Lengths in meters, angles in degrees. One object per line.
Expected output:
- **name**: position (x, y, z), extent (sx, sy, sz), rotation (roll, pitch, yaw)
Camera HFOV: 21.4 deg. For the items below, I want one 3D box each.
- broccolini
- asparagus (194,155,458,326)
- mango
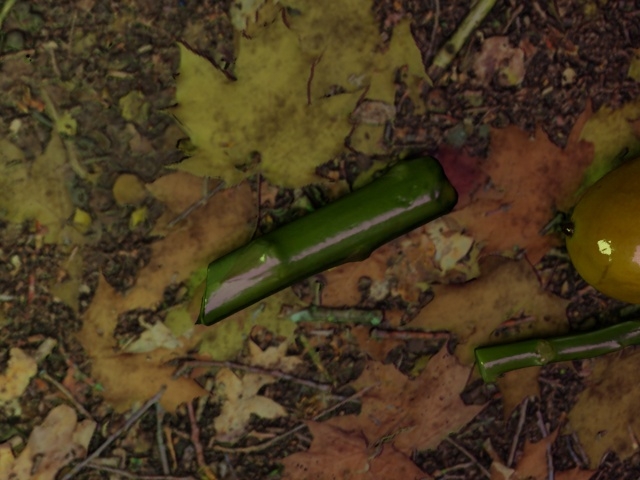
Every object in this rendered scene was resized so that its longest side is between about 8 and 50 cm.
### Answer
- **broccolini**: position (0.342, 0.101, 1.794), extent (0.392, 0.079, 0.074), rotation (-9, 122, -13)
- **asparagus**: position (-0.001, -0.001, 1.598), extent (0.277, 0.060, 0.067), rotation (-24, 135, -15)
- **mango**: position (0.356, -0.020, 1.720), extent (0.227, 0.109, 0.147), rotation (-25, 92, -14)
